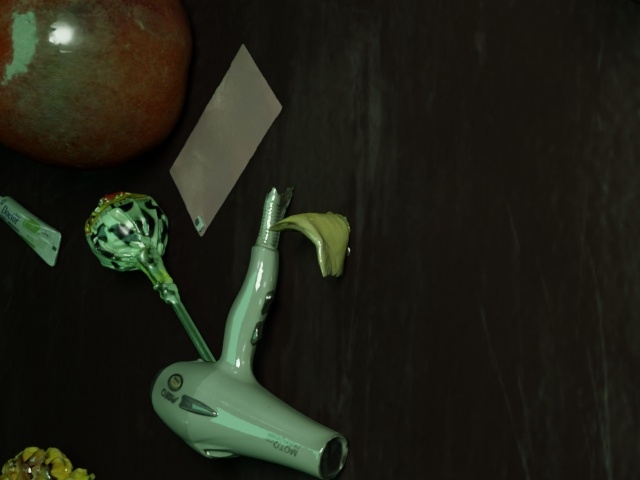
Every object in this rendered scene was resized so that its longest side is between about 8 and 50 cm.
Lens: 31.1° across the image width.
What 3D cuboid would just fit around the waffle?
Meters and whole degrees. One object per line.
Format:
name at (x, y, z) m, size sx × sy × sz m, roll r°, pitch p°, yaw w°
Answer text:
waffle at (-0.354, 0.379, 1.446) m, size 0.243 × 0.058 × 0.238 m, roll -17°, pitch 74°, yaw 51°

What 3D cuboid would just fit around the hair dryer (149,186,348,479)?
hair dryer at (-0.037, 0.108, 1.087) m, size 0.229 × 0.092 × 0.267 m, roll 38°, pitch 103°, yaw 38°

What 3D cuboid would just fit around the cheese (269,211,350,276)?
cheese at (0.001, 0.000, 1.062) m, size 0.084 × 0.060 × 0.041 m, roll 50°, pitch 122°, yaw 34°

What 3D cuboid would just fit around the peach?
peach at (-0.269, -0.201, 1.285) m, size 0.252 × 0.252 × 0.252 m, roll -11°, pitch 76°, yaw 50°

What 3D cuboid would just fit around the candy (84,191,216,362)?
candy at (-0.168, 0.066, 1.251) m, size 0.091 × 0.083 × 0.305 m, roll -34°, pitch 60°, yaw -1°

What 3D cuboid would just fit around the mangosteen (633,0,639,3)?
mangosteen at (0.251, -0.228, 0.693) m, size 0.231 × 0.231 × 0.289 m, roll -33°, pitch 93°, yaw 43°

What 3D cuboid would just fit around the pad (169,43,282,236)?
pad at (-0.108, -0.108, 1.251) m, size 0.188 × 0.006 × 0.113 m, roll -55°, pitch 46°, yaw 30°

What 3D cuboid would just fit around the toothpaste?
toothpaste at (-0.405, -0.022, 1.584) m, size 0.197 × 0.029 × 0.048 m, roll 32°, pitch 109°, yaw 45°
